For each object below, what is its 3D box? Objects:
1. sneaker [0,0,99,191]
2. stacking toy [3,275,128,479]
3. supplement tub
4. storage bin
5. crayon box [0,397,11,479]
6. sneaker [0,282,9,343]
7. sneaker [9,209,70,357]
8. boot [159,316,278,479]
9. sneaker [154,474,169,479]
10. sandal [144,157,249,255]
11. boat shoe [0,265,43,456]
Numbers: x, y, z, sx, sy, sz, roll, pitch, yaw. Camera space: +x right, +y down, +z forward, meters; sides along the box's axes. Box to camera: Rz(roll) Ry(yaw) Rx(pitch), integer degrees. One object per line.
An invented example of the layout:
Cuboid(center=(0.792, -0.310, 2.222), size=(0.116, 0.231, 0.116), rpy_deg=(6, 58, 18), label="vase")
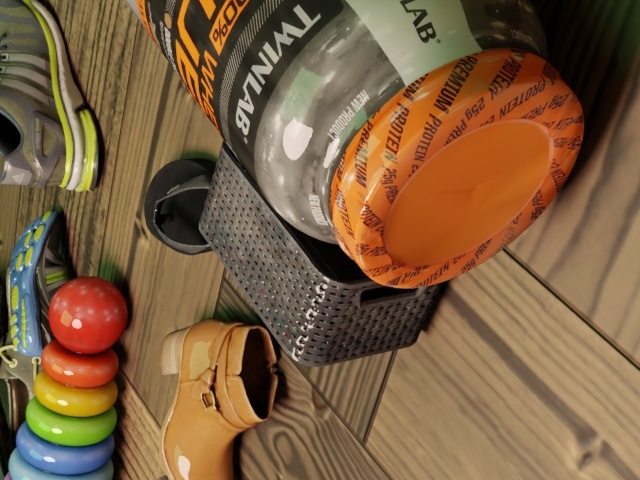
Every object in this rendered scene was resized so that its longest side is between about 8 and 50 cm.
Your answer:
Cuboid(center=(-0.361, -0.183, 1.373), size=(0.300, 0.121, 0.111), rpy_deg=(61, 140, 27), label="sneaker")
Cuboid(center=(-0.295, 0.197, 1.360), size=(0.141, 0.141, 0.330), rpy_deg=(31, 116, 48), label="stacking toy")
Cuboid(center=(0.008, -0.141, 0.771), size=(0.338, 0.207, 0.207), rpy_deg=(53, 137, 34), label="supplement tub")
Cuboid(center=(0.000, 0.000, 0.889), size=(0.180, 0.122, 0.084), rpy_deg=(51, 135, 37), label="storage bin")
Cuboid(center=(-0.438, 0.387, 1.564), size=(0.203, 0.083, 0.323), rpy_deg=(-130, 30, -66), label="crayon box")
Cuboid(center=(-0.507, 0.104, 1.614), size=(0.286, 0.130, 0.109), rpy_deg=(-164, 71, -63), label="sneaker")
Cuboid(center=(-0.341, 0.055, 1.443), size=(0.067, 0.078, 0.188), rpy_deg=(-19, 66, 43), label="sneaker")
Cuboid(center=(-0.091, 0.172, 1.110), size=(0.152, 0.073, 0.197), rpy_deg=(-10, 91, 52), label="boot")
Cuboid(center=(-0.163, 0.381, 1.240), size=(0.121, 0.108, 0.302), rpy_deg=(43, 135, 35), label="sneaker")
Cuboid(center=(-0.109, -0.026, 1.101), size=(0.254, 0.054, 0.097), rpy_deg=(11, 106, 54), label="sandal")
Cuboid(center=(-0.369, 0.172, 1.491), size=(0.109, 0.091, 0.305), rpy_deg=(-8, 91, 55), label="boat shoe")
